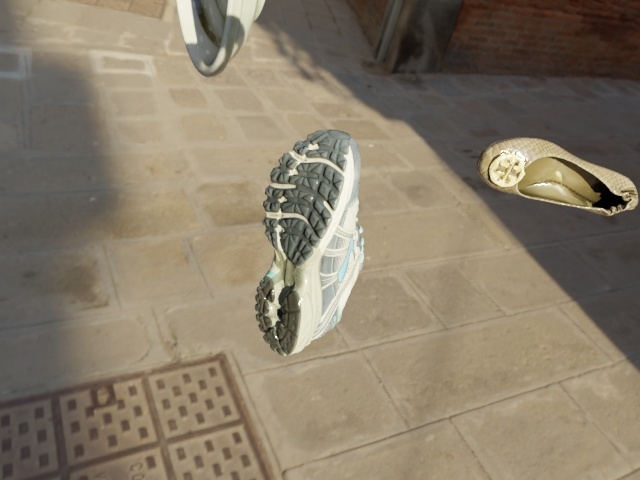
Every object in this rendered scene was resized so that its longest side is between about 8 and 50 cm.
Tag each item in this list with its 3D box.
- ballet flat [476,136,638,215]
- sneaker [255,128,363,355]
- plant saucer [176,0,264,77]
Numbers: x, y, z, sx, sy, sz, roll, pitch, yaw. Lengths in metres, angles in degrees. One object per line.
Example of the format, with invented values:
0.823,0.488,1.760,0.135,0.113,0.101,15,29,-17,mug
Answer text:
0.334,-0.079,0.724,0.250,0.084,0.058,14,36,-15,ballet flat
0.000,0.000,0.642,0.122,0.282,0.110,-12,36,-44,sneaker
-0.170,-0.494,0.915,0.101,0.400,0.400,-10,43,-24,plant saucer
